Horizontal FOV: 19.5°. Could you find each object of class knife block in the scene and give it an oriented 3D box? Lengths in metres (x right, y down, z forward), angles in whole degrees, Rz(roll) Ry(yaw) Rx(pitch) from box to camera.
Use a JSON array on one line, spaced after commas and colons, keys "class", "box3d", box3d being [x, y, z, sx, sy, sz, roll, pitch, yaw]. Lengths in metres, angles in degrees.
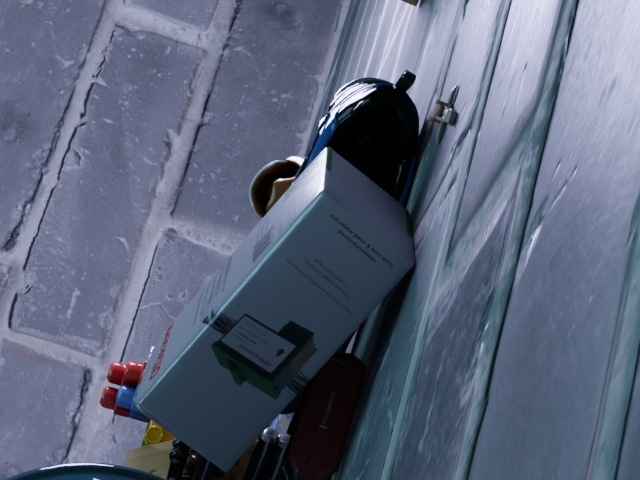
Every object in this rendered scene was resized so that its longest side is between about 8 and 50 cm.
[{"class": "knife block", "box3d": [-0.062, 0.247, 1.731, 0.275, 0.242, 0.088, 53, -143, -35]}]

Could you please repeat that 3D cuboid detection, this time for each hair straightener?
[{"class": "hair straightener", "box3d": [-0.013, 0.202, 1.415, 0.089, 0.047, 0.230, 115, 168, -66]}]

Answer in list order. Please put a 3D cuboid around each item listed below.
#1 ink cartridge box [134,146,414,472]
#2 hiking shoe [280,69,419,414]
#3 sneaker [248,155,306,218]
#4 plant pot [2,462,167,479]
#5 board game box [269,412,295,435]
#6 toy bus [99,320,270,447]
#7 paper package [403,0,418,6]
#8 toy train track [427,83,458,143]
[{"class": "ink cartridge box", "box3d": [-0.034, 0.050, 1.422, 0.219, 0.092, 0.160, -49, 9, 13]}, {"class": "hiking shoe", "box3d": [0.000, 0.000, 1.563, 0.132, 0.113, 0.304, 162, 125, -87]}, {"class": "sneaker", "box3d": [-0.011, -0.062, 2.021, 0.290, 0.123, 0.106, -91, 17, -83]}, {"class": "plant pot", "box3d": [-0.140, 0.309, 1.190, 0.255, 0.272, 0.271, -145, 73, -71]}, {"class": "board game box", "box3d": [-0.037, 0.185, 1.991, 0.090, 0.020, 0.090, -84, 13, -68]}, {"class": "toy bus", "box3d": [-0.137, 0.162, 2.143, 0.149, 0.211, 0.220, 114, 175, -73]}, {"class": "paper package", "box3d": [0.093, -0.456, 1.997, 0.325, 0.168, 0.309, 122, 165, -74]}, {"class": "toy train track", "box3d": [0.093, -0.097, 1.418, 0.083, 0.014, 0.048, -104, 32, -83]}]
